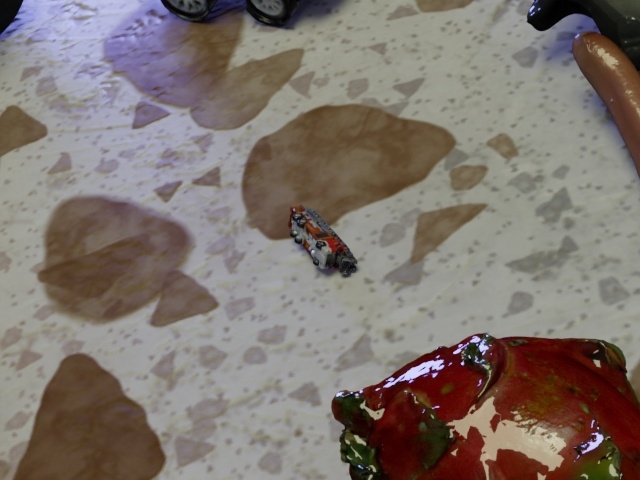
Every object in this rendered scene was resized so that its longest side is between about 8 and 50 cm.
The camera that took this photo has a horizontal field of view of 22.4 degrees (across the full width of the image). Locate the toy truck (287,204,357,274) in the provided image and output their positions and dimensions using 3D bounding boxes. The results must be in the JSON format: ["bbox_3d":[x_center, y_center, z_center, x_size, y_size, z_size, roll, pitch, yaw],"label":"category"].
[{"bbox_3d":[0.000,0.000,1.339,0.032,0.024,0.083,-5,34,-28],"label":"toy truck"}]

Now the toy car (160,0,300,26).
[{"bbox_3d":[-0.077,-0.326,1.586,0.235,0.158,0.172,9,51,27],"label":"toy car"}]

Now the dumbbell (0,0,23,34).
[{"bbox_3d":[-0.438,-0.330,1.704,0.185,0.185,0.388,-30,44,-10],"label":"dumbbell"}]

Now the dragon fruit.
[{"bbox_3d":[0.132,0.176,1.022,0.200,0.198,0.269,-17,57,-13],"label":"dragon fruit"}]

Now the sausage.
[{"bbox_3d":[0.254,-0.099,1.317,0.043,0.043,0.186,-20,56,0],"label":"sausage"}]

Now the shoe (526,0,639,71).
[{"bbox_3d":[0.280,-0.195,1.389,0.227,0.099,0.112,31,95,18],"label":"shoe"}]
